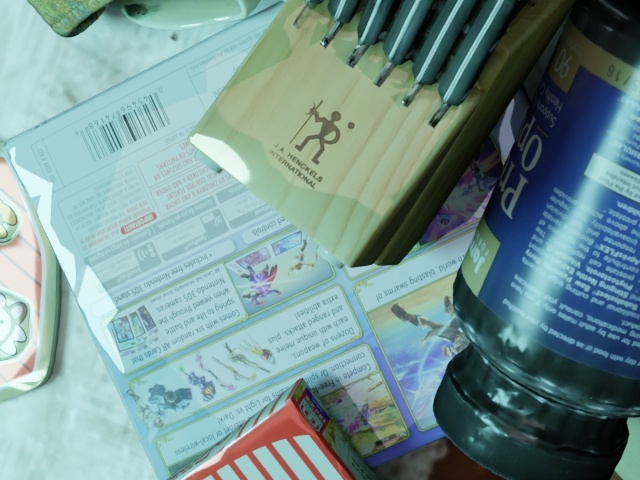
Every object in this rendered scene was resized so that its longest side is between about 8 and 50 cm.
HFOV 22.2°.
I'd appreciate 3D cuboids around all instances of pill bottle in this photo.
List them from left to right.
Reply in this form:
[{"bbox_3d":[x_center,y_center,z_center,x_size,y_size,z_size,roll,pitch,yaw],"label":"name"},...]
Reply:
[{"bbox_3d":[0.134,0.003,0.751,0.122,0.123,0.219,26,111,10],"label":"pill bottle"}]

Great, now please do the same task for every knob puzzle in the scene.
[{"bbox_3d":[-0.235,0.021,0.952,0.213,0.030,0.213,1,93,12],"label":"knob puzzle"}]

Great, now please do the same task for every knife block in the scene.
[{"bbox_3d":[0.058,-0.106,0.701,0.088,0.275,0.242,39,95,7],"label":"knife block"}]

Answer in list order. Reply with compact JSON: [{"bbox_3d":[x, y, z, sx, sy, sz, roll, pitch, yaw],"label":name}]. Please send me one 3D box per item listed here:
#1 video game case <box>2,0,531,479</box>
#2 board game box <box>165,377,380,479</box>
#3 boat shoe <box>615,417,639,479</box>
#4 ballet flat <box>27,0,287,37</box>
[{"bbox_3d":[0.000,0.000,0.883,0.269,0.061,0.244,-25,87,12],"label":"video game case"},{"bbox_3d":[-0.010,0.192,0.850,0.146,0.045,0.193,-38,93,13],"label":"board game box"},{"bbox_3d":[0.192,0.115,0.859,0.133,0.042,0.049,43,126,8],"label":"boat shoe"},{"bbox_3d":[-0.045,-0.161,0.798,0.348,0.123,0.123,-2,93,47],"label":"ballet flat"}]
